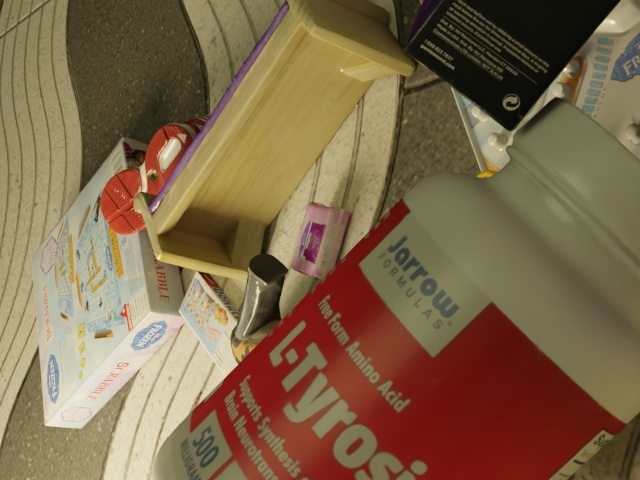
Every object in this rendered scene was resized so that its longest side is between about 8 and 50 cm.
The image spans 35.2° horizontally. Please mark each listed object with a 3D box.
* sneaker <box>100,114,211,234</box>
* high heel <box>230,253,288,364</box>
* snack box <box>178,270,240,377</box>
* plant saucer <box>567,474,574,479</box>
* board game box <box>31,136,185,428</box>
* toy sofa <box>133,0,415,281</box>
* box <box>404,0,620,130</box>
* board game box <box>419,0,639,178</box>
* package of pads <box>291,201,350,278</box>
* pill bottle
[{"bbox_3d":[-0.199,-0.090,1.368,0.221,0.128,0.087,-35,87,38],"label":"sneaker"},{"bbox_3d":[-0.007,0.158,1.084,0.261,0.093,0.186,50,147,29],"label":"high heel"},{"bbox_3d":[-0.129,0.108,1.273,0.178,0.022,0.064,44,114,50],"label":"snack box"},{"bbox_3d":[0.099,0.170,0.885,0.278,0.041,0.278,-15,61,29],"label":"plant saucer"},{"bbox_3d":[-0.328,0.066,1.510,0.318,0.066,0.318,-43,47,34],"label":"board game box"},{"bbox_3d":[-0.070,-0.139,1.181,0.362,0.150,0.177,-52,43,27],"label":"toy sofa"},{"bbox_3d":[0.165,-0.219,0.757,0.184,0.103,0.261,-50,8,26],"label":"box"},{"bbox_3d":[0.243,-0.250,0.897,0.390,0.050,0.390,-42,48,36],"label":"board game box"},{"bbox_3d":[0.000,0.000,1.137,0.050,0.032,0.083,17,91,55],"label":"package of pads"},{"bbox_3d":[0.088,0.101,0.746,0.407,0.229,0.229,-46,42,9],"label":"pill bottle"}]
